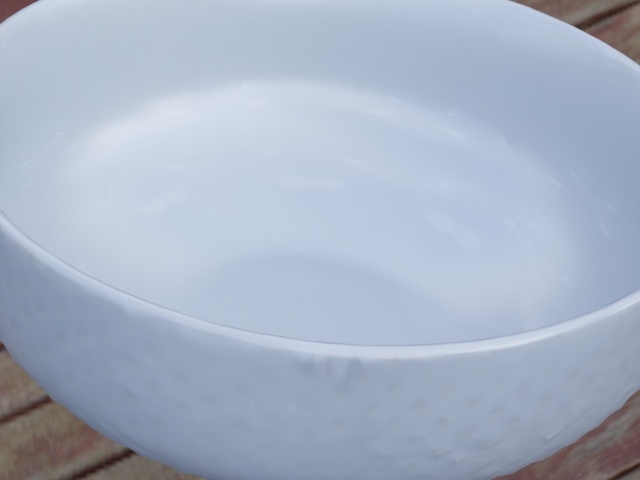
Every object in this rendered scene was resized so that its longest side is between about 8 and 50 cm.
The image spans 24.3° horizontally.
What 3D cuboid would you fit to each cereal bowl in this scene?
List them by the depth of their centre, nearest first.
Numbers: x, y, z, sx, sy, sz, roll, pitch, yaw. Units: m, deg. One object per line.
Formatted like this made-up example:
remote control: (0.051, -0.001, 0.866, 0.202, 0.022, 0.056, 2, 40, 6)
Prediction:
cereal bowl: (0.000, 0.000, 0.679, 0.339, 0.141, 0.339, 6, 33, -4)
